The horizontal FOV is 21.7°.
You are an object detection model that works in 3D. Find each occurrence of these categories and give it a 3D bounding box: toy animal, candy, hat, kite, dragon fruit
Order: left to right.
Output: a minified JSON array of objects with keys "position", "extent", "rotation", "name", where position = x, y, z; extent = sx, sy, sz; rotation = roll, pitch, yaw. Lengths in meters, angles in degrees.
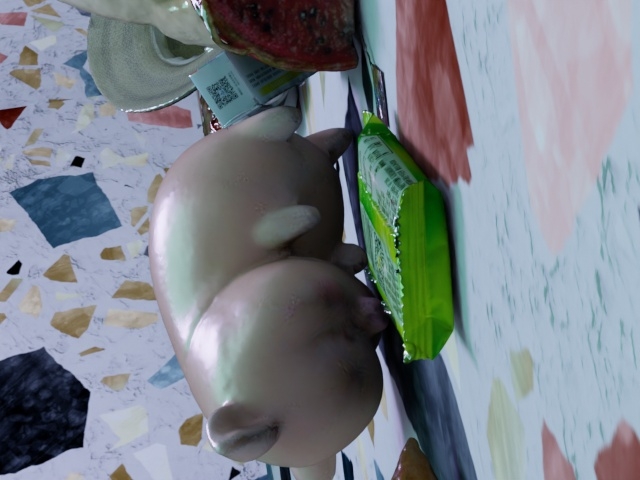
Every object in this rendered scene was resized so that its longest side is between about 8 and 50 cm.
[{"position":[-0.106,-0.219,1.625],"extent":[0.110,0.252,0.252],"rotation":[27,-141,-42],"name":"hat"},{"position":[-0.042,-0.177,1.096],"extent":[0.161,0.127,0.120],"rotation":[-124,33,-75],"name":"dragon fruit"},{"position":[-0.037,0.038,1.151],"extent":[0.166,0.154,0.250],"rotation":[16,-125,-48],"name":"toy animal"},{"position":[0.033,-0.098,1.029],"extent":[0.078,0.002,0.044],"rotation":[-108,11,-52],"name":"kite"},{"position":[0.044,-0.006,0.917],"extent":[0.178,0.032,0.102],"rotation":[-113,19,-73],"name":"candy"}]

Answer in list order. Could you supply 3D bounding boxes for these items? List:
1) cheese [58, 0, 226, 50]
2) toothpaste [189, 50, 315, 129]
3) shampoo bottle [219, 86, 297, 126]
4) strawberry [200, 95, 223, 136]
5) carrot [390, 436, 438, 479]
[{"position":[-0.149,-0.273,1.447],"extent":[0.173,0.248,0.251],"rotation":[93,161,-63],"name":"cheese"},{"position":[-0.036,-0.117,1.134],"extent":[0.046,0.034,0.164],"rotation":[56,-155,-4],"name":"toothpaste"},{"position":[-0.056,-0.132,1.524],"extent":[0.192,0.074,0.074],"rotation":[152,109,-83],"name":"shampoo bottle"},{"position":[-0.077,-0.124,1.704],"extent":[0.145,0.086,0.145],"rotation":[170,90,-83],"name":"strawberry"},{"position":[0.060,0.209,0.916],"extent":[0.072,0.072,0.205],"rotation":[100,163,-74],"name":"carrot"}]
